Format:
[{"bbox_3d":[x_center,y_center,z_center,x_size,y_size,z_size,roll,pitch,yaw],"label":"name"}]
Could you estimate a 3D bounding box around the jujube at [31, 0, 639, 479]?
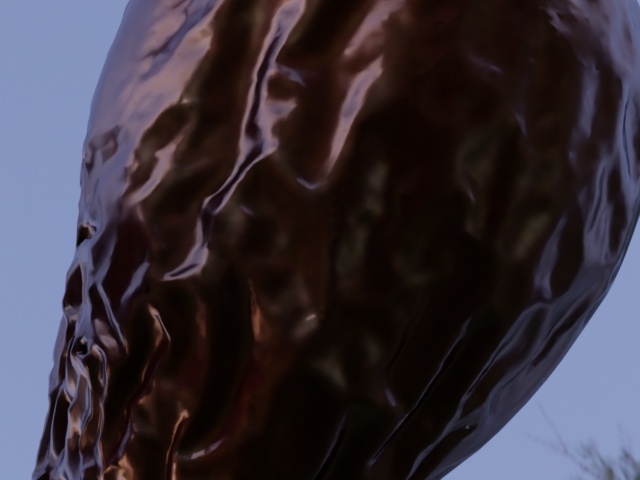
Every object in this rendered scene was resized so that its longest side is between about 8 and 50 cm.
[{"bbox_3d":[0.000,0.000,0.555,0.168,0.168,0.236,30,-103,-20],"label":"jujube"}]
